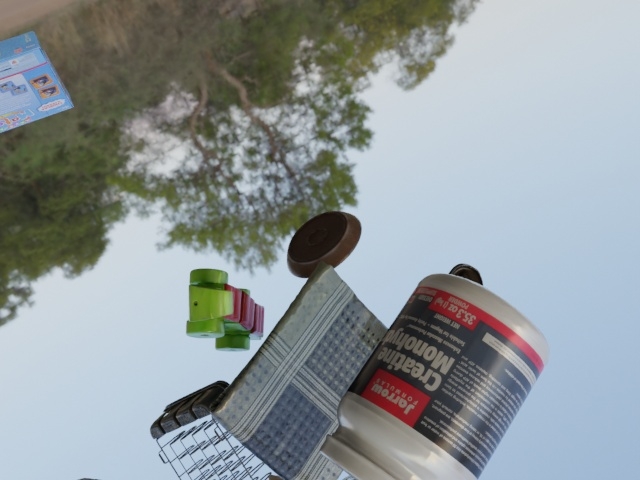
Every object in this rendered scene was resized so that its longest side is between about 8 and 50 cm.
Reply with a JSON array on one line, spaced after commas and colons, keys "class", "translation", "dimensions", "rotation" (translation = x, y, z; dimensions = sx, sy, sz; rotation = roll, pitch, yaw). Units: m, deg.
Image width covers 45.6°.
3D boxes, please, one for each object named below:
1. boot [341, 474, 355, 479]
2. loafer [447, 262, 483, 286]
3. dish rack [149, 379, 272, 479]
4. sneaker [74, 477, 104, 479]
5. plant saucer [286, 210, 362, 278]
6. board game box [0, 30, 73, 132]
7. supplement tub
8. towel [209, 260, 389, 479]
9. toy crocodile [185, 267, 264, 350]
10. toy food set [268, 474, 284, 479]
[{"class": "boot", "translation": [0.103, 0.455, 1.441], "dimensions": [0.236, 0.089, 0.269], "rotation": [-44, 163, 12]}, {"class": "loafer", "translation": [0.248, 0.133, 1.340], "dimensions": [0.080, 0.078, 0.220], "rotation": [15, -117, 2]}, {"class": "dish rack", "translation": [-0.180, 0.403, 1.358], "dimensions": [0.208, 0.272, 0.074], "rotation": [-31, -179, 40]}, {"class": "sneaker", "translation": [-0.222, 0.445, 0.990], "dimensions": [0.124, 0.321, 0.180], "rotation": [-12, -136, 42]}, {"class": "plant saucer", "translation": [0.000, 0.000, 1.465], "dimensions": [0.168, 0.029, 0.168], "rotation": [-25, -145, 19]}, {"class": "board game box", "translation": [-0.525, -0.259, 1.287], "dimensions": [0.160, 0.039, 0.211], "rotation": [-22, 165, -10]}, {"class": "supplement tub", "translation": [0.142, 0.196, 0.950], "dimensions": [0.272, 0.191, 0.191], "rotation": [-55, -154, -14]}, {"class": "towel", "translation": [-0.003, 0.244, 1.306], "dimensions": [0.324, 0.312, 0.056], "rotation": [-52, -147, -17]}, {"class": "toy crocodile", "translation": [-0.157, 0.128, 1.347], "dimensions": [0.105, 0.115, 0.340], "rotation": [-2, 163, 13]}, {"class": "toy food set", "translation": [-0.047, 0.665, 1.819], "dimensions": [0.128, 0.218, 0.071], "rotation": [-12, 170, 32]}]
